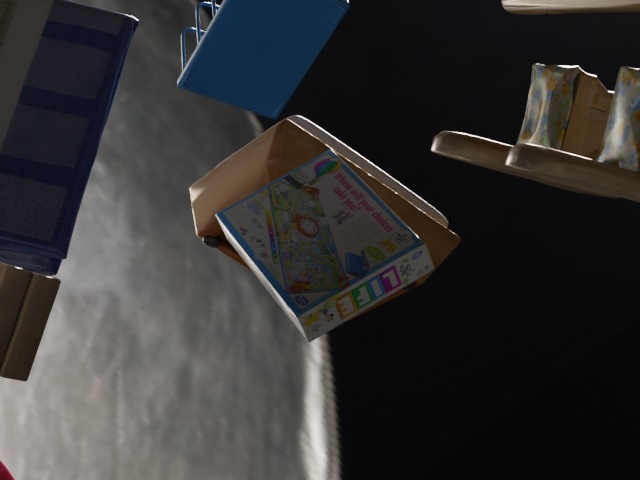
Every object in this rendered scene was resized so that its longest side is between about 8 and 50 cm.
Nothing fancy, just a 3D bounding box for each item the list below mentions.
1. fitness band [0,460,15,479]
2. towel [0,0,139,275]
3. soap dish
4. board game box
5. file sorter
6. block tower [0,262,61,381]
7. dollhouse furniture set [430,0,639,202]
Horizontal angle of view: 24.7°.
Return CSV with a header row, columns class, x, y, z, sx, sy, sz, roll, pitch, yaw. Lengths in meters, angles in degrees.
class,x,y,z,sx,sy,sz,roll,pitch,yaw
fitness band,-0.411,0.228,1.360,0.054,0.290,0.209,-61,155,-50
towel,-0.282,-0.092,0.972,0.034,0.285,0.209,99,2,-63
soap dish,-0.002,-0.016,1.885,0.291,0.229,0.118,33,53,-23
board game box,0.000,0.000,1.055,0.154,0.103,0.026,49,-14,51
file sorter,-0.065,-0.236,1.553,0.118,0.170,0.104,17,42,-23
block tower,-0.366,0.019,1.252,0.335,0.097,0.091,18,-2,41
dollhouse furniture set,0.191,-0.216,0.930,0.256,0.362,0.394,14,3,-20
